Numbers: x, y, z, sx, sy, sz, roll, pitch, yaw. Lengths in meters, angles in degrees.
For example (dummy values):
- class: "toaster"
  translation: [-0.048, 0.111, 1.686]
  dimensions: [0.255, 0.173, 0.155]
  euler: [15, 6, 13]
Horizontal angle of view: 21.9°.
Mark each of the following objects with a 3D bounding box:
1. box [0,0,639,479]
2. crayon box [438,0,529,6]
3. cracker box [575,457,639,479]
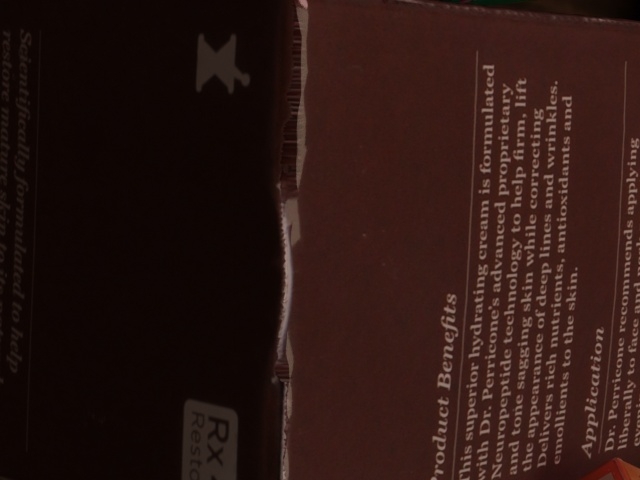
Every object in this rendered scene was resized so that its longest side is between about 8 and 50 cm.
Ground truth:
- class: "box"
  translation: [0.000, 0.000, 0.581]
  dimensions: [0.203, 0.167, 0.168]
  euler: [-2, 98, -46]
- class: "crayon box"
  translation: [0.132, -0.197, 0.713]
  dimensions: [0.278, 0.081, 0.165]
  euler: [-13, 83, -45]
- class: "cracker box"
  translation: [0.066, 0.178, 0.616]
  dimensions: [0.156, 0.232, 0.067]
  euler: [27, 35, -46]
